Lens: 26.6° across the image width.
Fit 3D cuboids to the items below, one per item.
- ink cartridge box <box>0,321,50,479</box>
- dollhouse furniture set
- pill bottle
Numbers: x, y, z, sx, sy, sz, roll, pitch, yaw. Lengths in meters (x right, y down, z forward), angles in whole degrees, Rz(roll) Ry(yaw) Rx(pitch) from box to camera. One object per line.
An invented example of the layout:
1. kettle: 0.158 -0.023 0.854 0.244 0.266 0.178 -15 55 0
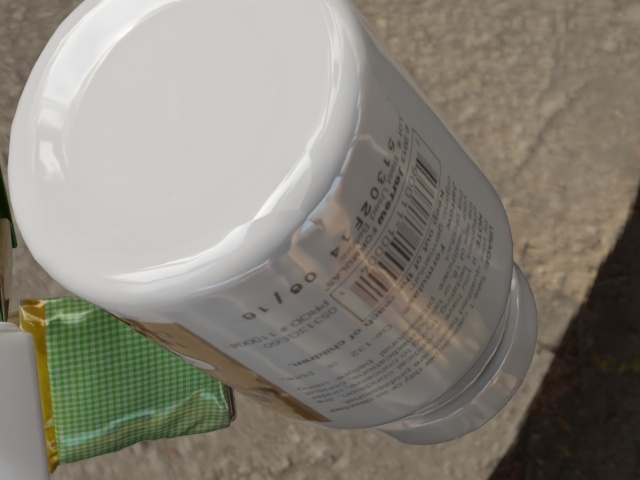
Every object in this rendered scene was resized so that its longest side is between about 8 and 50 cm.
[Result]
1. ink cartridge box: -0.186 0.178 0.459 0.115 0.198 0.272 7 69 -54
2. dollhouse furniture set: -0.169 0.080 1.046 0.198 0.151 0.301 -9 120 -6
3. pill bottle: 0.000 0.000 0.514 0.131 0.131 0.229 -54 145 -4
